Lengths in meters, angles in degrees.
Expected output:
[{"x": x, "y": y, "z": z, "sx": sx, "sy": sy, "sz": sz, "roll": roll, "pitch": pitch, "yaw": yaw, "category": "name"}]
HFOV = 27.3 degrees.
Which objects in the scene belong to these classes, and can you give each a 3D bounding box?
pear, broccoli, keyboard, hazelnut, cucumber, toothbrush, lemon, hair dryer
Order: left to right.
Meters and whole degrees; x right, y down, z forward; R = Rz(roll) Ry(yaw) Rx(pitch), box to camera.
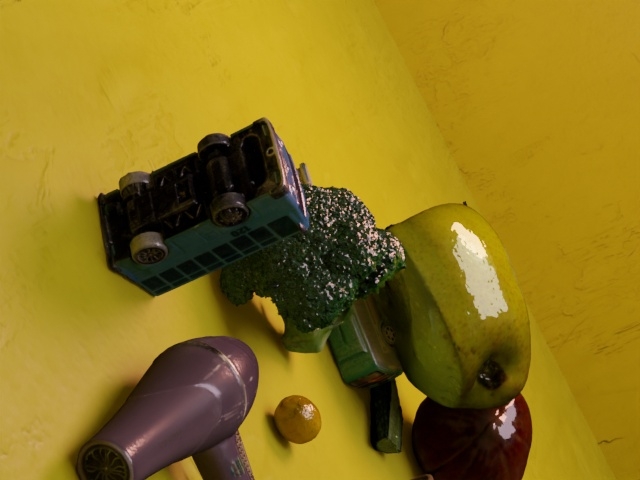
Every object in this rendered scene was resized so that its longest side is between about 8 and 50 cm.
[{"x": -0.110, "y": 0.294, "z": 1.404, "sx": 0.361, "sy": 0.121, "sz": 0.301, "roll": 68, "pitch": 25, "yaw": -7, "category": "hair dryer"}, {"x": -0.104, "y": 0.251, "z": 1.600, "sx": 0.049, "sy": 0.015, "sz": 0.129, "roll": 24, "pitch": 43, "yaw": -66, "category": "keyboard"}, {"x": -0.029, "y": 0.241, "z": 1.767, "sx": 0.083, "sy": 0.062, "sz": 0.062, "roll": 49, "pitch": 23, "yaw": -38, "category": "lemon"}, {"x": -0.029, "y": 0.045, "z": 1.848, "sx": 0.254, "sy": 0.269, "sz": 0.269, "roll": -27, "pitch": 93, "yaw": -31, "category": "broccoli"}, {"x": 0.005, "y": -0.002, "z": 2.279, "sx": 0.026, "sy": 0.028, "sz": 0.294, "roll": 25, "pitch": 43, "yaw": -63, "category": "toothbrush"}, {"x": 0.110, "y": 0.282, "z": 2.167, "sx": 0.070, "sy": 0.046, "sz": 0.220, "roll": 59, "pitch": 19, "yaw": -25, "category": "cucumber"}, {"x": 0.233, "y": 0.127, "z": 2.172, "sx": 0.318, "sy": 0.238, "sz": 0.342, "roll": 59, "pitch": -18, "yaw": 19, "category": "pear"}, {"x": 0.268, "y": 0.350, "z": 2.262, "sx": 0.229, "sy": 0.229, "sz": 0.229, "roll": 55, "pitch": 19, "yaw": -30, "category": "hazelnut"}]

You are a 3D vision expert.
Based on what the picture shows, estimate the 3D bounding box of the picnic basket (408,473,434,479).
[{"x": 0.088, "y": 0.430, "z": 1.673, "sx": 0.139, "sy": 0.165, "sz": 0.267, "roll": 63, "pitch": 17, "yaw": -9, "category": "picnic basket"}]

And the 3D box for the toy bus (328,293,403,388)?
[{"x": 0.045, "y": 0.112, "z": 2.146, "sx": 0.109, "sy": 0.091, "sz": 0.262, "roll": 4, "pitch": 60, "yaw": -59, "category": "toy bus"}]

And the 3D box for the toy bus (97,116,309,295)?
[{"x": -0.130, "y": -0.036, "z": 1.553, "sx": 0.133, "sy": 0.234, "sz": 0.116, "roll": 46, "pitch": 25, "yaw": -54, "category": "toy bus"}]

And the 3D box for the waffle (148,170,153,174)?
[{"x": -0.209, "y": -0.049, "z": 1.686, "sx": 0.075, "sy": 0.029, "sz": 0.083, "roll": 54, "pitch": 22, "yaw": -23, "category": "waffle"}]
